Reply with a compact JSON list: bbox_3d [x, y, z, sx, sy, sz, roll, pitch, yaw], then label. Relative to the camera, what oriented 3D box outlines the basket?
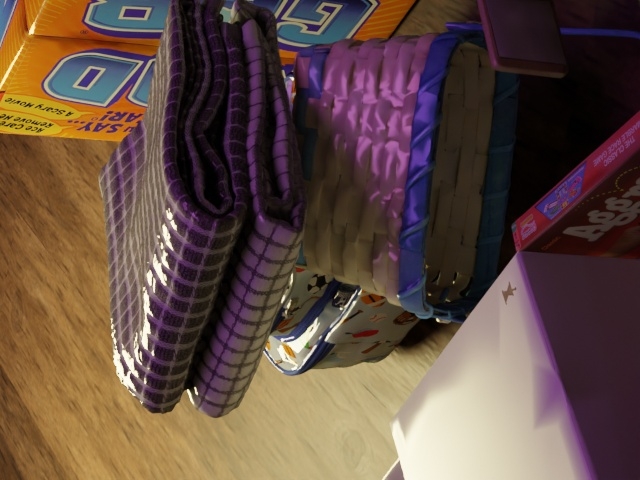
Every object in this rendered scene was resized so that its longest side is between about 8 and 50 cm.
[{"bbox_3d":[0.121,-0.056,1.494,0.289,0.201,0.255,13,98,27],"label":"basket"}]

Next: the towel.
[{"bbox_3d":[-0.100,-0.034,1.516,0.284,0.121,0.235,-99,20,-44],"label":"towel"}]

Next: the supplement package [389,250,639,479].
[{"bbox_3d":[0.218,0.148,1.194,0.198,0.262,0.199,122,143,-45],"label":"supplement package"}]

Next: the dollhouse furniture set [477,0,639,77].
[{"bbox_3d":[0.242,-0.225,1.266,0.301,0.197,0.151,130,138,-53],"label":"dollhouse furniture set"}]

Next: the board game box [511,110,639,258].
[{"bbox_3d":[0.259,-0.058,1.271,0.281,0.145,0.027,133,134,-54],"label":"board game box"}]

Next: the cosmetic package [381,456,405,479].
[{"bbox_3d":[0.142,0.192,1.421,0.151,0.151,0.184,44,137,13],"label":"cosmetic package"}]

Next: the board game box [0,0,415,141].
[{"bbox_3d":[-0.139,-0.337,1.901,0.356,0.356,0.357,129,137,-52],"label":"board game box"}]

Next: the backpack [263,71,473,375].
[{"bbox_3d":[0.000,0.000,1.764,0.263,0.213,0.277,111,149,-54],"label":"backpack"}]
